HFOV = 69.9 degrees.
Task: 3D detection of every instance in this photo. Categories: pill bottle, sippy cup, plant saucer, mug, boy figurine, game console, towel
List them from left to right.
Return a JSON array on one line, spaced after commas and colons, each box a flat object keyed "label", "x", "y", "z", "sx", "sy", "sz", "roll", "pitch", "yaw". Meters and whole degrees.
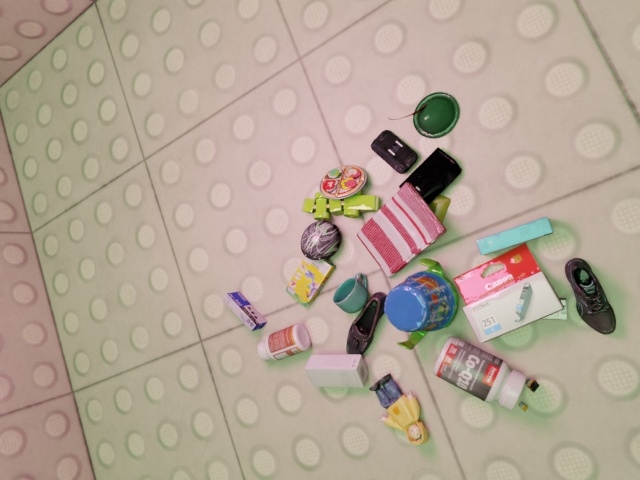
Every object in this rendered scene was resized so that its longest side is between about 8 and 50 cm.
[{"label": "pill bottle", "x": -0.162, "y": 0.448, "z": 1.989, "sx": 0.216, "sy": 0.121, "sz": 0.121, "roll": -24, "pitch": 80, "yaw": 23}, {"label": "mug", "x": 0.138, "y": 0.221, "z": 1.847, "sx": 0.158, "sy": 0.129, "sz": 0.097, "roll": -43, "pitch": 109, "yaw": 11}, {"label": "towel", "x": 0.298, "y": -0.032, "z": 1.769, "sx": 0.237, "sy": 0.037, "sz": 0.329, "roll": 55, "pitch": 129, "yaw": 16}, {"label": "boy figurine", "x": 0.308, "y": 0.670, "z": 1.786, "sx": 0.177, "sy": 0.092, "sz": 0.285, "roll": -41, "pitch": 71, "yaw": 17}, {"label": "game console", "x": 0.351, "y": -0.311, "z": 1.786, "sx": 0.213, "sy": 0.044, "sz": 0.361, "roll": -45, "pitch": 65, "yaw": 5}, {"label": "sippy cup", "x": 0.353, "y": 0.234, "z": 1.672, "sx": 0.240, "sy": 0.224, "sz": 0.305, "roll": -23, "pitch": 79, "yaw": 35}, {"label": "plant saucer", "x": 0.382, "y": -0.105, "z": 1.780, "sx": 0.189, "sy": 0.045, "sz": 0.188, "roll": 22, "pitch": 99, "yaw": 23}, {"label": "pill bottle", "x": 0.563, "y": 0.471, "z": 1.628, "sx": 0.283, "sy": 0.161, "sz": 0.161, "roll": 24, "pitch": 100, "yaw": 23}]

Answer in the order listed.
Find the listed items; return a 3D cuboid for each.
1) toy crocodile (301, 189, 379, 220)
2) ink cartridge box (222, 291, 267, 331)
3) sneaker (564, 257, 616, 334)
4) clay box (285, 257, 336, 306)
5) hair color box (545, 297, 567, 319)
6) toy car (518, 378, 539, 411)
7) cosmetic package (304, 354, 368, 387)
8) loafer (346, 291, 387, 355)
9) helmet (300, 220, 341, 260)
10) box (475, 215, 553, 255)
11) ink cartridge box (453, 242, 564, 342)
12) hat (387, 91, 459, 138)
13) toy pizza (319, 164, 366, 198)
[{"label": "toy crocodile", "x": 0.078, "y": -0.143, "z": 1.897, "sx": 0.341, "sy": 0.105, "sz": 0.115, "roll": -4, "pitch": 77, "yaw": 20}, {"label": "ink cartridge box", "x": -0.346, "y": 0.320, "z": 2.089, "sx": 0.207, "sy": 0.097, "sz": 0.046, "roll": 42, "pitch": 106, "yaw": 19}, {"label": "sneaker", "x": 0.885, "y": 0.188, "z": 1.511, "sx": 0.101, "sy": 0.106, "sz": 0.267, "roll": -28, "pitch": 80, "yaw": 21}, {"label": "clay box", "x": -0.045, "y": 0.163, "z": 1.974, "sx": 0.127, "sy": 0.053, "sz": 0.222, "roll": 38, "pitch": 106, "yaw": 20}, {"label": "hair color box", "x": 0.777, "y": 0.237, "z": 1.594, "sx": 0.141, "sy": 0.043, "sz": 0.071, "roll": -2, "pitch": 89, "yaw": 26}, {"label": "toy car", "x": 0.721, "y": 0.537, "z": 1.614, "sx": 0.040, "sy": 0.060, "sz": 0.122, "roll": 35, "pitch": 99, "yaw": 54}, {"label": "cosmetic package", "x": 0.066, "y": 0.534, "z": 1.879, "sx": 0.231, "sy": 0.085, "sz": 0.117, "roll": -5, "pitch": 121, "yaw": 26}, {"label": "loafer", "x": 0.173, "y": 0.343, "z": 1.846, "sx": 0.109, "sy": 0.095, "sz": 0.302, "roll": 30, "pitch": 102, "yaw": 21}, {"label": "helmet", "x": 0.000, "y": 0.000, "z": 1.893, "sx": 0.170, "sy": 0.162, "sz": 0.169, "roll": 0, "pitch": 90, "yaw": 25}, {"label": "box", "x": 0.679, "y": -0.013, "z": 1.610, "sx": 0.245, "sy": 0.101, "sz": 0.060, "roll": -22, "pitch": 80, "yaw": 23}, {"label": "ink cartridge box", "x": 0.643, "y": 0.183, "z": 1.612, "sx": 0.296, "sy": 0.066, "sz": 0.261, "roll": -32, "pitch": 65, "yaw": 24}, {"label": "hat", "x": 0.402, "y": -0.474, "z": 1.696, "sx": 0.173, "sy": 0.184, "sz": 0.208, "roll": 42, "pitch": 106, "yaw": 19}, {"label": "toy pizza", "x": 0.087, "y": -0.246, "z": 1.862, "sx": 0.202, "sy": 0.032, "sz": 0.201, "roll": -12, "pitch": 46, "yaw": 13}]
